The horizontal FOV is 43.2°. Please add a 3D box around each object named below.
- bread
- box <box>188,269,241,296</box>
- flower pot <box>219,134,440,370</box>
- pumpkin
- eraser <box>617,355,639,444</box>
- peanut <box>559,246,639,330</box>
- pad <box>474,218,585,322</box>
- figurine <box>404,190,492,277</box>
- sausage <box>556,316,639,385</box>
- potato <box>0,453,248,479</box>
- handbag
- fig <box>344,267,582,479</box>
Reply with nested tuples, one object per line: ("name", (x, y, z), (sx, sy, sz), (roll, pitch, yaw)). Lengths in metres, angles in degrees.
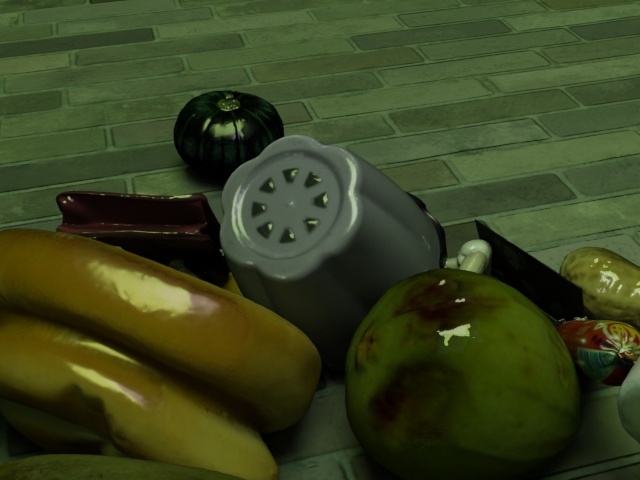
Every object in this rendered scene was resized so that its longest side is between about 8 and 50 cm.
("bread", (-0.216, 0.137, 0.937), (0.424, 0.245, 0.329), (17, -2, 14))
("box", (-0.237, 0.092, 1.139), (0.247, 0.033, 0.129), (-8, 36, -10))
("flower pot", (0.000, 0.000, 1.005), (0.265, 0.243, 0.265), (-10, 61, 18))
("pumpkin", (-0.162, -0.192, 1.434), (0.202, 0.140, 0.202), (2, 38, -1))
("eraser", (0.426, 0.186, 0.723), (0.331, 0.331, 0.150), (27, 44, 32))
("peanut", (0.426, 0.082, 1.094), (0.229, 0.098, 0.103), (29, 87, 35))
("pad", (0.288, 0.054, 1.111), (0.004, 0.127, 0.190), (-40, 47, -13))
("figurine", (0.135, 0.011, 1.154), (0.222, 0.145, 0.145), (19, 41, 18))
("sausage", (0.317, 0.127, 0.917), (0.083, 0.083, 0.264), (5, -5, 7))
("potato", (-0.170, 0.314, 0.681), (0.359, 0.219, 0.269), (1, 43, -7))
("handbag", (-0.231, -0.006, 1.081), (0.203, 0.216, 0.074), (1, 75, 4))
("fig", (0.165, 0.163, 0.895), (0.271, 0.239, 0.239), (28, 35, -13))
